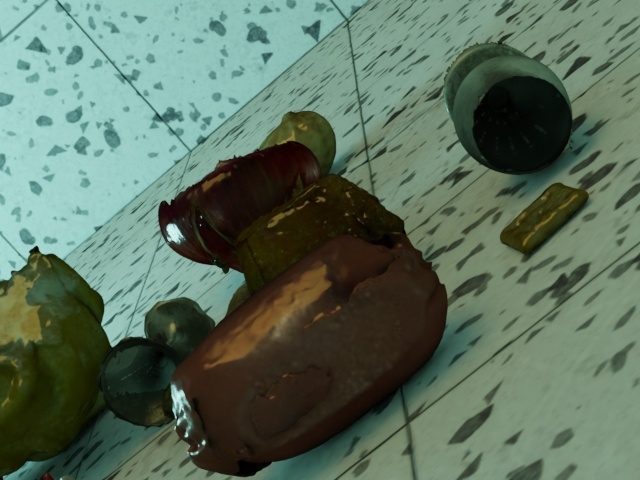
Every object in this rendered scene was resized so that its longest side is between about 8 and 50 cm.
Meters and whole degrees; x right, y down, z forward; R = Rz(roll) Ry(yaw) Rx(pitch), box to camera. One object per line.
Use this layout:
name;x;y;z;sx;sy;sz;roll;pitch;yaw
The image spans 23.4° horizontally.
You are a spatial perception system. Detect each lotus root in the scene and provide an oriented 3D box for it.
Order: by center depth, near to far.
lotus root;-0.154;0.178;1.795;0.099;0.049;0.054;-40;13;37

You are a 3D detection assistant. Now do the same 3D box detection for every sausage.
sausage;-0.011;0.102;1.387;0.279;0.152;0.152;-38;13;11

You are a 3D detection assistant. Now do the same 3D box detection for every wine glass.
wine glass;0.198;-0.142;1.651;0.126;0.126;0.241;-40;10;8
wine glass;-0.195;0.145;1.920;0.122;0.122;0.183;-37;7;18

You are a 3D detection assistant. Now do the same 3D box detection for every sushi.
sushi;-0.019;0.028;1.686;0.287;0.140;0.149;-31;13;49

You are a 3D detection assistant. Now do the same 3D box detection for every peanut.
peanut;-0.040;-0.125;2.369;0.159;0.109;0.140;-54;3;-5

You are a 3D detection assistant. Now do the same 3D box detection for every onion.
onion;-0.109;-0.048;2.188;0.248;0.161;0.248;-29;16;9

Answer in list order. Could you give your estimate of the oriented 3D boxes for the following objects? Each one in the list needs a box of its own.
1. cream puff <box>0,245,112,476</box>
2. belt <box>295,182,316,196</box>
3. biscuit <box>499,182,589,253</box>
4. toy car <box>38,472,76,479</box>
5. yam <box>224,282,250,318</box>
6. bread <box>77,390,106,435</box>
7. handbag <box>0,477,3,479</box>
cream puff;-0.402;0.187;1.962;0.323;0.270;0.274;-12;49;6
belt;-0.003;0.000;1.870;0.148;0.082;0.163;-50;18;10
biscuit;0.208;-0.022;1.449;0.083;0.018;0.081;-42;13;-1
toy car;-0.212;0.277;1.464;0.112;0.139;0.112;-25;-13;-13
yam;-0.098;0.133;1.752;0.066;0.066;0.300;-37;14;21
bread;-0.354;0.242;2.152;0.156;0.064;0.117;-49;10;-27
handbag;-0.503;0.288;2.149;0.225;0.146;0.135;-114;40;-63
